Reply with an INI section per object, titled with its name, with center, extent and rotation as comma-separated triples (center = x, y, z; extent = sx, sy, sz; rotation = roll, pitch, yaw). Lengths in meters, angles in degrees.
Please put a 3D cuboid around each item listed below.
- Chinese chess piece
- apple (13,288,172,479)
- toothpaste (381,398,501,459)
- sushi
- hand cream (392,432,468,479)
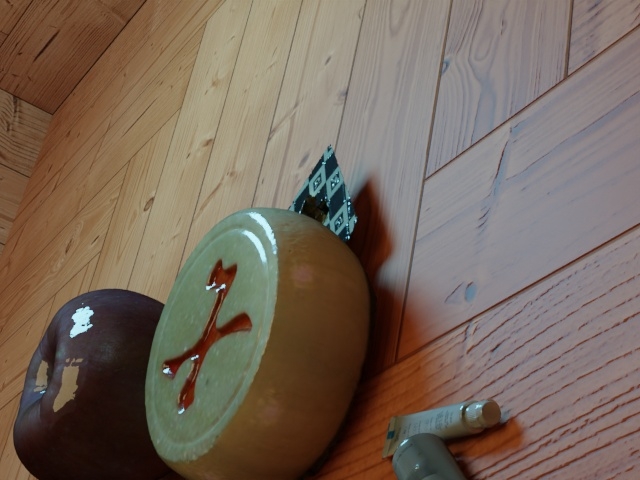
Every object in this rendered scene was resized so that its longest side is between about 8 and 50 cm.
[Chinese chess piece]
center = -0.077, 0.128, 1.521
extent = 0.338, 0.141, 0.338
rotation = -38, 43, 45
[apple]
center = -0.292, 0.220, 1.826
extent = 0.305, 0.235, 0.305
rotation = -49, 27, 37
[toothpaste]
center = 0.112, 0.180, 1.249
extent = 0.190, 0.031, 0.048
rotation = -29, 42, 59
[sushi]
center = 0.000, 0.000, 1.678
extent = 0.192, 0.040, 0.210
rotation = -56, 25, 26
[hand cream]
center = 0.112, 0.239, 1.158
extent = 0.087, 0.054, 0.186
rotation = -60, 28, 19
